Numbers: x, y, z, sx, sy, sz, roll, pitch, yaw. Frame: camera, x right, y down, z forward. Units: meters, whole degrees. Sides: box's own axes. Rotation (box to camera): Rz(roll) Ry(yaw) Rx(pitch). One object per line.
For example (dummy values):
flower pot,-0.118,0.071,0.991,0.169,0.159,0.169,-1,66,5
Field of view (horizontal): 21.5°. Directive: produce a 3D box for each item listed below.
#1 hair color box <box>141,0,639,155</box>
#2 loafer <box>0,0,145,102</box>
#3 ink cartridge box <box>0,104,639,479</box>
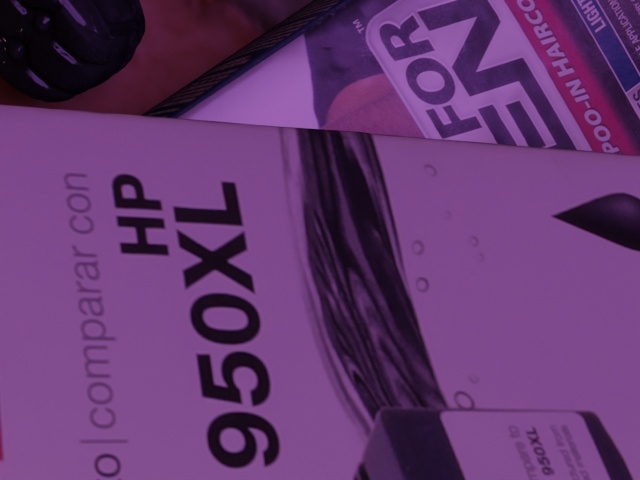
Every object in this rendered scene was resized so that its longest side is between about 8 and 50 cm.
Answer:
hair color box,0.000,0.000,0.733,0.347,0.105,0.174,-36,102,-17
loafer,-0.158,-0.158,0.715,0.223,0.076,0.078,51,30,-8
ink cartridge box,0.023,0.123,0.538,0.395,0.166,0.285,3,61,-24
